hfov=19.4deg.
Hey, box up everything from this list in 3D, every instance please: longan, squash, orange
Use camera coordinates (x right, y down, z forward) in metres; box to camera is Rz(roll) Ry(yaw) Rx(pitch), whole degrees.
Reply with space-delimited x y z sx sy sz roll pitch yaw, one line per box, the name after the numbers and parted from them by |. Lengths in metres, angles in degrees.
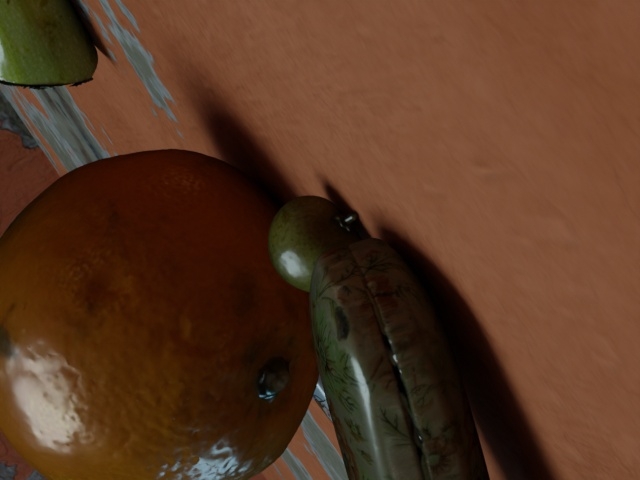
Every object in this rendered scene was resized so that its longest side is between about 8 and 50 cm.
0.000 0.000 1.372 0.075 0.075 0.083 53 129 9 | longan
-0.331 -0.264 1.873 0.137 0.137 0.287 46 164 43 | squash
-0.144 0.075 1.596 0.312 0.312 0.312 53 170 13 | orange

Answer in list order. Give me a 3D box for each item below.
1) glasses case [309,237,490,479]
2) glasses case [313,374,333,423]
0.076 0.190 1.361 0.156 0.098 0.425 -109 2 -58 | glasses case
0.005 0.130 1.809 0.178 0.045 0.067 53 171 9 | glasses case
